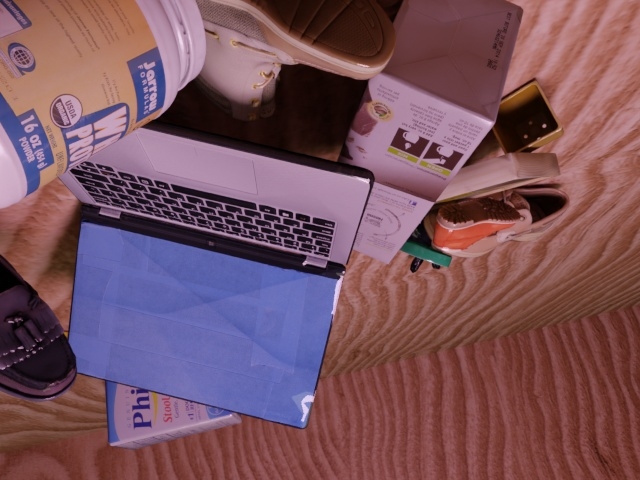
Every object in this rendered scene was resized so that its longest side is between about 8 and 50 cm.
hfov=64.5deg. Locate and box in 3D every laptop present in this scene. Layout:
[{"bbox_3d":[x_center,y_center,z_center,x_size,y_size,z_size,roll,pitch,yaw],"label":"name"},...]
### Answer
[{"bbox_3d":[-0.168,0.064,0.618,0.382,0.236,0.408,13,159,2],"label":"laptop"}]

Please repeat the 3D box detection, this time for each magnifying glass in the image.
[{"bbox_3d":[0.119,-0.002,0.899,0.231,0.026,0.092,22,-173,14],"label":"magnifying glass"}]

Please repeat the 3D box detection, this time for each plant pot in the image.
[{"bbox_3d":[0.306,-0.169,0.745,0.081,0.081,0.083,-30,162,32],"label":"plant pot"}]

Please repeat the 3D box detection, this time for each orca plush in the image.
[{"bbox_3d":[0.213,0.024,1.075,0.151,0.102,0.287,-14,156,-1],"label":"orca plush"}]

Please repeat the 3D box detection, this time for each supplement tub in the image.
[{"bbox_3d":[-0.198,-0.132,0.370,0.199,0.144,0.144,-46,175,-34],"label":"supplement tub"}]

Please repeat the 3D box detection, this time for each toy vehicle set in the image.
[{"bbox_3d":[0.212,-0.081,0.800,0.267,0.035,0.166,-15,176,43],"label":"toy vehicle set"}]

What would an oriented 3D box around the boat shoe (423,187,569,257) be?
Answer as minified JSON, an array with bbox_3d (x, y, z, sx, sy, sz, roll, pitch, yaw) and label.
[{"bbox_3d":[0.344,-0.054,0.977,0.341,0.121,0.110,-11,153,-34],"label":"boat shoe"}]

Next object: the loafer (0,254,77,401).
[{"bbox_3d":[-0.423,0.074,0.637,0.109,0.302,0.095,-38,167,-49],"label":"loafer"}]

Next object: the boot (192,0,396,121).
[{"bbox_3d":[-0.041,-0.167,0.461,0.213,0.077,0.165,26,157,8],"label":"boot"}]

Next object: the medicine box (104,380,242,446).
[{"bbox_3d":[-0.364,0.346,1.258,0.289,0.263,0.149,-12,155,-6],"label":"medicine box"}]

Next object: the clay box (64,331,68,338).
[{"bbox_3d":[-0.633,0.263,1.188,0.222,0.053,0.127,-33,150,33],"label":"clay box"}]

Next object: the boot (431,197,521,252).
[{"bbox_3d":[0.261,-0.022,0.862,0.158,0.059,0.084,-7,134,-16],"label":"boot"}]

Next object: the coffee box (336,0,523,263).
[{"bbox_3d":[0.094,-0.119,0.588,0.119,0.168,0.297,23,150,0],"label":"coffee box"}]
